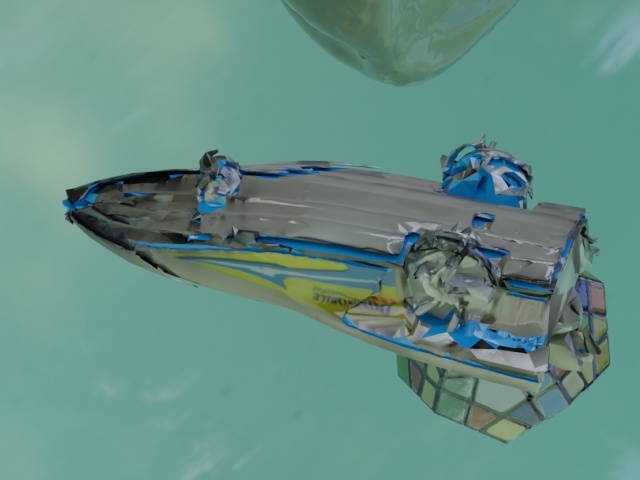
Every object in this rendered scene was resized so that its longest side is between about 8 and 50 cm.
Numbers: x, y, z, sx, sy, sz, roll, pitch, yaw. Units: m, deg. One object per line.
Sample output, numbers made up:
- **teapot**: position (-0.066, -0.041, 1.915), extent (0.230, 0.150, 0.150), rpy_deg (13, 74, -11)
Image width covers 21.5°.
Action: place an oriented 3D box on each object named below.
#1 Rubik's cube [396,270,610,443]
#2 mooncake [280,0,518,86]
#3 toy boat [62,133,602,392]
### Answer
- **Rubik's cube**: position (0.090, 0.045, 0.837), extent (0.093, 0.111, 0.111), rpy_deg (53, 38, 2)
- **mooncake**: position (0.063, -0.220, 0.919), extent (0.135, 0.275, 0.275), rpy_deg (39, 36, 16)
- **toy boat**: position (0.000, 0.000, 0.610), extent (0.210, 0.066, 0.084), rpy_deg (10, 37, 18)
